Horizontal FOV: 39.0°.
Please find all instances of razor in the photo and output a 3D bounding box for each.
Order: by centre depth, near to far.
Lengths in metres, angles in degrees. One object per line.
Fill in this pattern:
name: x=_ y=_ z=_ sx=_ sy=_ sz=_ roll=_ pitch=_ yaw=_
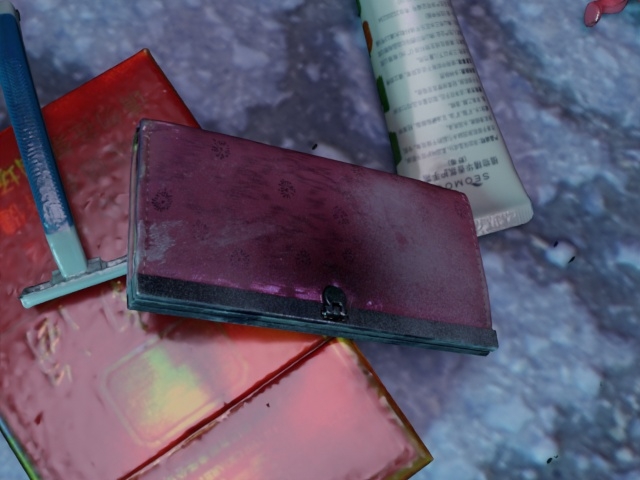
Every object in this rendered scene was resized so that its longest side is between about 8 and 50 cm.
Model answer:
razor: x=-0.165 y=-0.061 z=0.523 sx=0.068 sy=0.037 sz=0.191 roll=-18 pitch=76 yaw=-8

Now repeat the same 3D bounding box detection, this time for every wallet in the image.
wallet: x=0.000 y=0.000 z=0.540 sx=0.232 sy=0.025 sz=0.119 roll=10 pitch=56 yaw=-26

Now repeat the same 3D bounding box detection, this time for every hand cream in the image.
hand cream: x=0.070 y=-0.133 z=0.647 sx=0.095 sy=0.059 sz=0.276 roll=-15 pitch=83 yaw=-8

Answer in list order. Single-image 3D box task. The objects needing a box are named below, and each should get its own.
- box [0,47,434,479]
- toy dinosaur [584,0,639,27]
box: x=-0.104 y=0.064 z=0.560 sx=0.197 sy=0.089 sz=0.313 roll=-33 pitch=82 yaw=-14
toy dinosaur: x=0.258 y=-0.271 z=0.700 sx=0.138 sy=0.070 sz=0.286 roll=-4 pitch=73 yaw=-17
